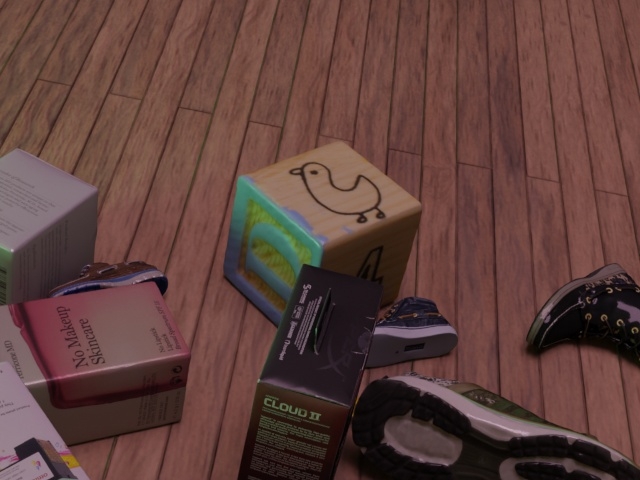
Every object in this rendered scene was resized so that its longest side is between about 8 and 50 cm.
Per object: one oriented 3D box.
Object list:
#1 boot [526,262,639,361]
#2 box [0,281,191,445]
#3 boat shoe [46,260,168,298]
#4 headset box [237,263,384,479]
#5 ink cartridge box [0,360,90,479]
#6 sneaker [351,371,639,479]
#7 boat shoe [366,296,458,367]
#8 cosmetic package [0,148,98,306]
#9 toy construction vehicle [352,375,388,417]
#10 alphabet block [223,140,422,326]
[{"bbox_3d":[0.436,0.134,1.827,0.236,0.085,0.178,-24,53,-38],"label":"boot"},{"bbox_3d":[-0.299,0.158,1.555,0.232,0.126,0.148,-9,43,-26],"label":"box"},{"bbox_3d":[-0.307,0.068,1.724,0.183,0.066,0.066,-9,37,-40],"label":"boat shoe"},{"bbox_3d":[-0.014,0.188,1.462,0.110,0.293,0.218,16,39,4],"label":"headset box"},{"bbox_3d":[-0.322,0.300,1.308,0.117,0.201,0.278,-18,48,-33],"label":"ink cartridge box"},{"bbox_3d":[0.252,0.258,1.590,0.410,0.158,0.182,24,21,6],"label":"sneaker"},{"bbox_3d":[0.101,0.128,1.762,0.183,0.065,0.083,-1,38,-27],"label":"boat shoe"},{"bbox_3d":[-0.422,-0.003,1.701,0.151,0.151,0.184,26,39,17],"label":"cosmetic package"},{"bbox_3d":[0.043,0.203,1.676,0.086,0.035,0.098,42,48,17],"label":"toy construction vehicle"},{"bbox_3d":[0.000,0.000,1.785,0.197,0.193,0.192,-23,52,-37],"label":"alphabet block"}]
